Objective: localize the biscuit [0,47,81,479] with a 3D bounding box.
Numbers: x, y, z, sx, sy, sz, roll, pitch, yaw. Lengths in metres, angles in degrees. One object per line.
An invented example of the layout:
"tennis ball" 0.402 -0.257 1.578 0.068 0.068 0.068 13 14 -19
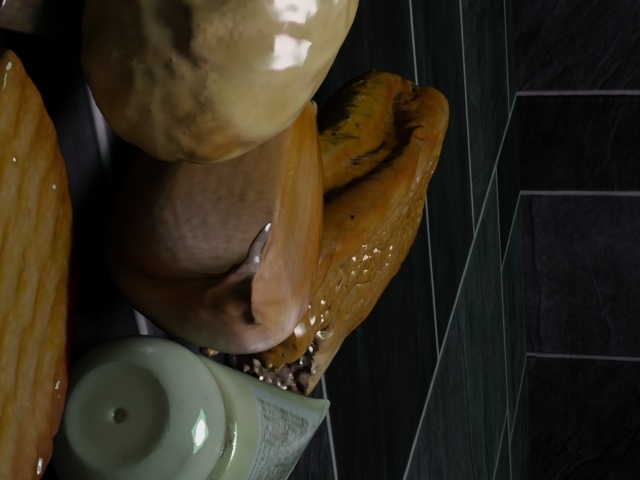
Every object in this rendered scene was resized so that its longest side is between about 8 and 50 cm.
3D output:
"biscuit" -0.155 0.044 0.529 0.176 0.031 0.229 72 26 -49

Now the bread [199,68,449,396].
"bread" 0.000 0.000 0.940 0.380 0.109 0.185 -52 162 -60

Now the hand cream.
"hand cream" -0.063 0.132 0.742 0.147 0.093 0.306 -57 158 -9

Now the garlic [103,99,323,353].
"garlic" -0.051 0.004 0.681 0.115 0.128 0.207 58 18 -30

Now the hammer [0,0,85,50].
"hammer" -0.093 -0.119 0.722 0.365 0.043 0.111 -4 96 -73

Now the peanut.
"peanut" -0.028 -0.190 0.617 0.147 0.147 0.319 53 52 -66
